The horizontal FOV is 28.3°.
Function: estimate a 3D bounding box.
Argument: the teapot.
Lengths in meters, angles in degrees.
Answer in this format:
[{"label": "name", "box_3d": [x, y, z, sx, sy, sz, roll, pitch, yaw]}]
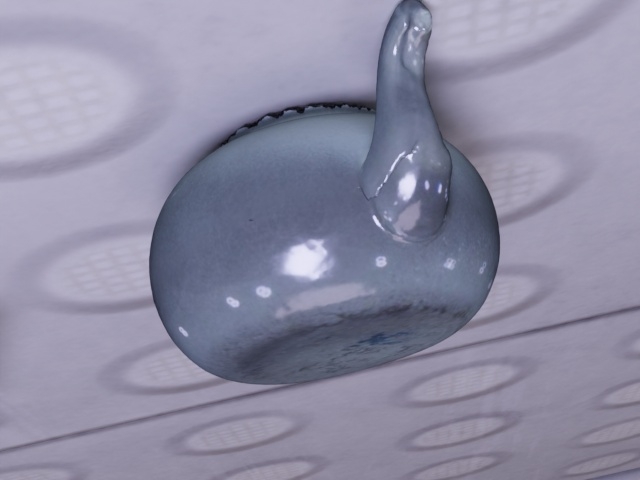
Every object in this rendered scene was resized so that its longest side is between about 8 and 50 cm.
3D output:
[{"label": "teapot", "box_3d": [0.000, 0.000, 0.703, 0.193, 0.129, 0.294, -2, 158, -25]}]
